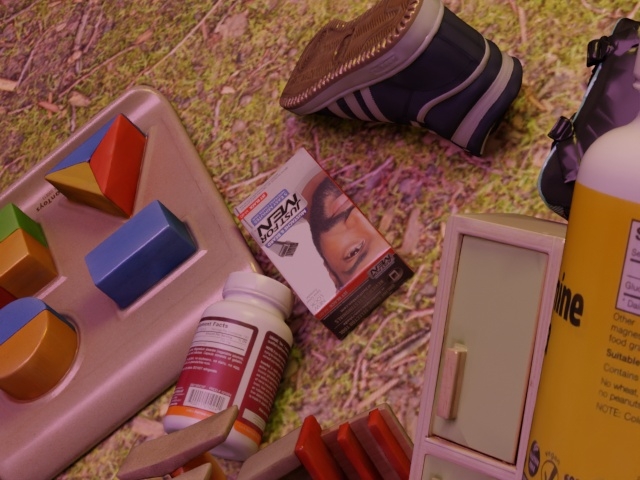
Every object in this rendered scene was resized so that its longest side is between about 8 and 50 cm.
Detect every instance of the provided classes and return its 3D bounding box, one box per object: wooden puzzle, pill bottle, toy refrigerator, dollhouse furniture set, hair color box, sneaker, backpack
[{"bbox_3d":[-0.245,0.025,1.397,0.322,0.080,0.348,-38,48,6],"label":"wooden puzzle"},{"bbox_3d":[-0.074,0.109,1.224,0.086,0.086,0.152,4,64,35],"label":"pill bottle"},{"bbox_3d":[0.132,0.121,0.990,0.102,0.094,0.270,15,101,40],"label":"toy refrigerator"},{"bbox_3d":[-0.013,0.229,1.006,0.135,0.262,0.259,-26,16,21],"label":"dollhouse furniture set"},{"bbox_3d":[0.238,0.041,0.857,0.188,0.188,0.334,17,102,40],"label":"pill bottle"},{"bbox_3d":[0.000,0.000,1.270,0.093,0.053,0.167,-42,48,2],"label":"hair color box"},{"bbox_3d":[0.075,-0.140,1.297,0.282,0.153,0.099,-12,51,65],"label":"sneaker"},{"bbox_3d":[0.269,-0.057,1.040,0.144,0.188,0.166,19,80,33],"label":"backpack"}]
